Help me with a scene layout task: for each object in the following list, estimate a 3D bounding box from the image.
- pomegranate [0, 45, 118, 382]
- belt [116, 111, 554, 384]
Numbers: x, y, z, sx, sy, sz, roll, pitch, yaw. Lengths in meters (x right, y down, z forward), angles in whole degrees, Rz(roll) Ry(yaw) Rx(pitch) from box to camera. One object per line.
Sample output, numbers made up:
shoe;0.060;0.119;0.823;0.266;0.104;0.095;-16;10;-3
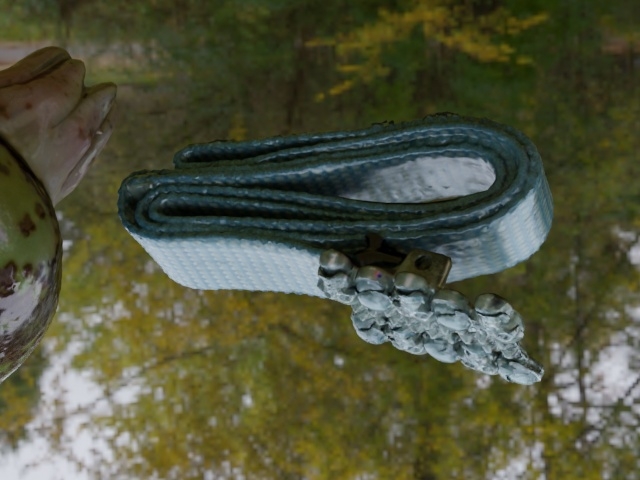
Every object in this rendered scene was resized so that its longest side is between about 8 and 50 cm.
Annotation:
pomegranate;-0.157;-0.018;0.477;0.125;0.163;0.138;27;167;-32
belt;0.001;0.002;0.480;0.179;0.100;0.065;-2;150;23
